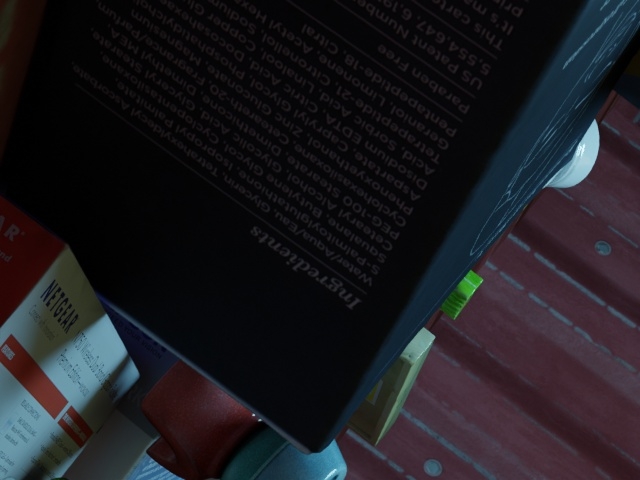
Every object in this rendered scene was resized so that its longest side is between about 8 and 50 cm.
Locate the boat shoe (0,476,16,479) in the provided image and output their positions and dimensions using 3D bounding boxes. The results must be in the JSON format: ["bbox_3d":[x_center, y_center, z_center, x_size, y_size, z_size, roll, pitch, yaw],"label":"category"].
[{"bbox_3d":[-0.214,0.249,0.905,0.302,0.091,0.114,-52,171,-9],"label":"boat shoe"}]

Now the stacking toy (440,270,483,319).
[{"bbox_3d":[0.083,-0.032,1.700,0.052,0.167,0.221,-47,170,-37],"label":"stacking toy"}]

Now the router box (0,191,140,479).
[{"bbox_3d":[-0.227,0.133,0.973,0.301,0.082,0.335,-52,171,-11],"label":"router box"}]

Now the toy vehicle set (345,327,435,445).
[{"bbox_3d":[0.012,0.096,1.828,0.035,0.166,0.267,-50,171,-20],"label":"toy vehicle set"}]

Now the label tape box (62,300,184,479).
[{"bbox_3d":[-0.102,0.073,1.283,0.348,0.115,0.249,-55,171,12],"label":"label tape box"}]

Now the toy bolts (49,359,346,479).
[{"bbox_3d":[-0.070,0.194,1.104,0.228,0.158,0.218,-45,163,-15],"label":"toy bolts"}]

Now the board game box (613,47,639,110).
[{"bbox_3d":[0.252,-0.186,1.140,0.254,0.079,0.336,-54,-158,9],"label":"board game box"}]

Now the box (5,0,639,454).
[{"bbox_3d":[0.049,-0.145,0.919,0.293,0.212,0.395,-47,169,-41],"label":"box"}]

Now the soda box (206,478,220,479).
[{"bbox_3d":[-0.088,0.149,1.731,0.286,0.098,0.091,-59,171,34],"label":"soda box"}]

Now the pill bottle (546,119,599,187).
[{"bbox_3d":[0.162,-0.098,1.783,0.186,0.112,0.112,6,128,-39],"label":"pill bottle"}]
